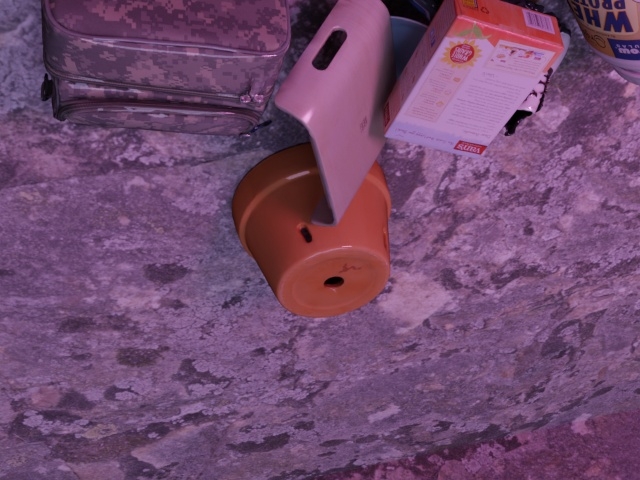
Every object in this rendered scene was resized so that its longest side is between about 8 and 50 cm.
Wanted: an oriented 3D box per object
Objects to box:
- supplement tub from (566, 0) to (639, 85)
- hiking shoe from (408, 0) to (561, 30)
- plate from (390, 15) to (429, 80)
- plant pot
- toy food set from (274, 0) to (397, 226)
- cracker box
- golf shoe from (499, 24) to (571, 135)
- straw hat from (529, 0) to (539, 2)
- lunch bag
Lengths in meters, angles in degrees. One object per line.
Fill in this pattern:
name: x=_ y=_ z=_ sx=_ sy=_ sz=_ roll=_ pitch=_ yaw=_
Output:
supplement tub: x=0.443 y=-0.374 z=1.002 sx=0.228 sy=0.228 sz=0.316 roll=-32 pitch=138 yaw=19
hiking shoe: x=0.192 y=-0.326 z=1.066 sx=0.304 sy=0.113 sz=0.132 roll=29 pitch=168 yaw=-21
plate: x=0.131 y=-0.274 z=1.115 sx=0.188 sy=0.024 sz=0.188 roll=20 pitch=157 yaw=9
plant pot: x=0.000 y=0.000 z=1.319 sx=0.290 sy=0.203 sz=0.291 roll=-9 pitch=141 yaw=-7
toy food set: x=0.023 y=-0.183 z=1.095 sx=0.092 sy=0.220 sz=0.306 roll=22 pitch=157 yaw=21
cracker box: x=0.201 y=-0.222 z=1.031 sx=0.155 sy=0.067 sz=0.232 roll=11 pitch=144 yaw=-16
golf shoe: x=0.350 y=-0.255 z=1.223 sx=0.077 sy=0.094 sz=0.198 roll=11 pitch=133 yaw=-28
straw hat: x=0.268 y=-0.395 z=1.038 sx=0.144 sy=0.144 sz=0.061 roll=32 pitch=81 yaw=-43
lunch bag: x=-0.201 y=-0.246 z=0.963 sx=0.305 sy=0.213 sz=0.256 roll=1 pitch=155 yaw=-19
